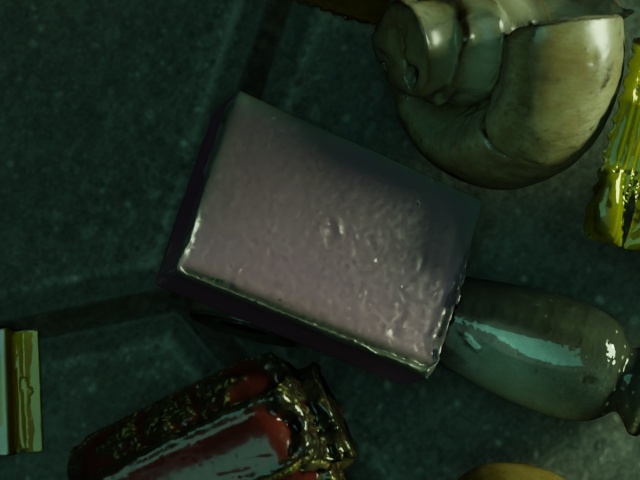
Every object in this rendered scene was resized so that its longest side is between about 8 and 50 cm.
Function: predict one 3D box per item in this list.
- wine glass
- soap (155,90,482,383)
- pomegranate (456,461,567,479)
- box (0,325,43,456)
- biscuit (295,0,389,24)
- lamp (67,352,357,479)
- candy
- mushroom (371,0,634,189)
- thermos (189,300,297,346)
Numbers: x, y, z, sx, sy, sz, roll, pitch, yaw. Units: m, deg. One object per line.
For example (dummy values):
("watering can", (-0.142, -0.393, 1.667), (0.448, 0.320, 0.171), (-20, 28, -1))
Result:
("wine glass", (0.213, 0.104, 1.428), (0.204, 0.111, 0.111), (17, 86, 7))
("soap", (-0.001, 0.000, 1.388), (0.259, 0.081, 0.181), (22, 71, -17))
("pomegranate", (0.169, 0.286, 1.381), (0.196, 0.196, 0.196), (0, 84, 5))
("box", (-0.396, 0.150, 1.514), (0.247, 0.033, 0.129), (-4, 83, 4))
("biscuit", (-0.032, -0.304, 1.443), (0.237, 0.232, 0.013), (18, 57, 7))
("lamp", (-0.103, 0.212, 1.420), (0.274, 0.177, 0.177), (-28, 83, 1))
("candy", (0.371, -0.051, 1.395), (0.297, 0.081, 0.187), (15, 87, -27))
("mushroom", (0.145, -0.138, 1.400), (0.195, 0.254, 0.189), (-11, 108, -33))
("thermos", (-0.032, 0.000, 1.475), (0.137, 0.105, 0.193), (20, 76, -18))
